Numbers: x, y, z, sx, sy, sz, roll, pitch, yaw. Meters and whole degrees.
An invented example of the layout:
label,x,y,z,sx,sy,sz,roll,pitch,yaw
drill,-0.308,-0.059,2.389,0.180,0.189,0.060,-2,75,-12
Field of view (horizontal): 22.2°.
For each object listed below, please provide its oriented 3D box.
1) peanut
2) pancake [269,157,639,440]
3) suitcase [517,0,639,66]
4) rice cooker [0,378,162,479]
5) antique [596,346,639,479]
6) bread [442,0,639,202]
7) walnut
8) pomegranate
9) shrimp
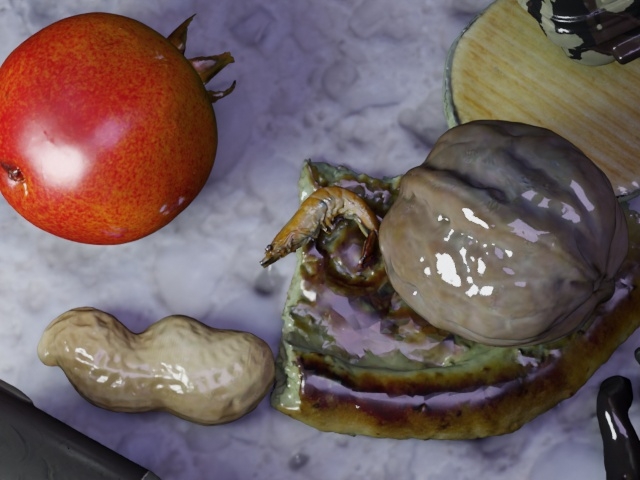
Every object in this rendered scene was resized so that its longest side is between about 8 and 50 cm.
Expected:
label,x,y,z,sx,sy,sz,roll,pitch,yaw
peanut,-0.156,0.118,1.545,0.227,0.086,0.104,6,67,-2
pancake,0.151,0.042,1.602,0.426,0.067,0.305,-6,75,-5
suitcase,0.324,-0.379,1.605,0.351,0.194,0.339,-25,56,9
rice cooker,-0.295,0.273,1.397,0.277,0.288,0.288,28,75,2
antique,0.424,0.221,1.520,0.322,0.185,0.255,-4,75,13
bread,0.251,-0.147,1.650,0.267,0.040,0.267,2,64,-4
walnut,0.167,-0.006,1.499,0.224,0.224,0.224,1,76,-5
pomegranate,-0.192,-0.112,1.537,0.256,0.221,0.221,-35,82,-23
shrimp,0.000,0.000,1.577,0.127,0.025,0.091,-35,73,-19
